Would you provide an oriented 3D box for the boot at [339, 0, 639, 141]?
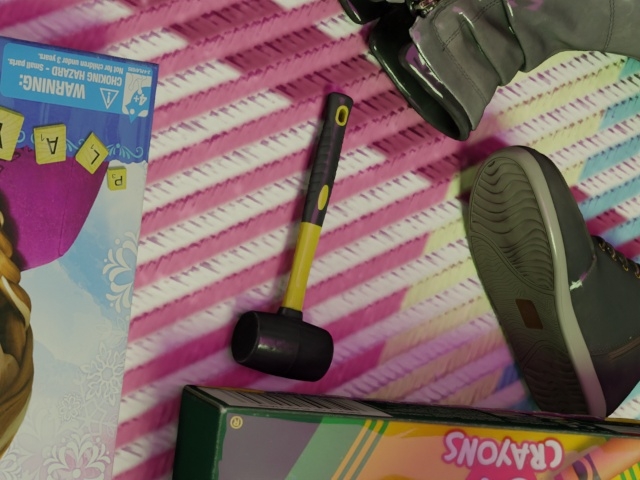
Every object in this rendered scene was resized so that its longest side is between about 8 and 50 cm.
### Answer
[{"bbox_3d":[0.155,-0.142,1.059,0.338,0.118,0.223,46,74,-15],"label":"boot"}]

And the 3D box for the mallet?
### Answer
[{"bbox_3d":[0.000,0.000,1.012,0.062,0.039,0.190,26,77,-29],"label":"mallet"}]

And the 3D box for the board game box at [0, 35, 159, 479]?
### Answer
[{"bbox_3d":[-0.246,0.040,0.817,0.318,0.066,0.318,5,92,-41],"label":"board game box"}]

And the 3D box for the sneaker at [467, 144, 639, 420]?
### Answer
[{"bbox_3d":[0.182,0.016,1.105,0.118,0.083,0.222,-34,119,-31],"label":"sneaker"}]

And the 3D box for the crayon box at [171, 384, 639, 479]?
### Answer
[{"bbox_3d":[0.077,0.266,1.000,0.363,0.106,0.313,6,91,-19],"label":"crayon box"}]
